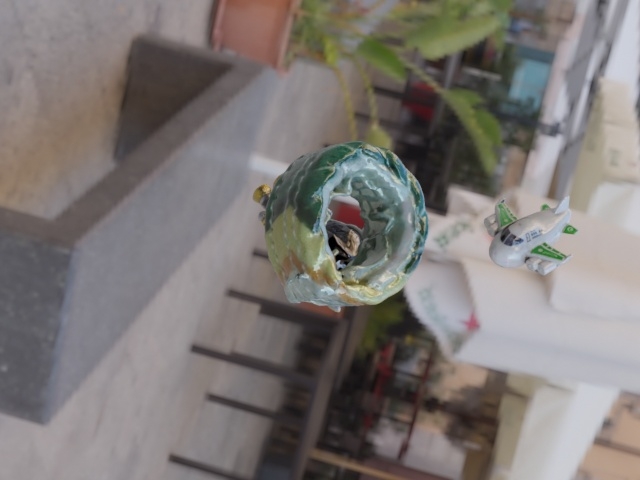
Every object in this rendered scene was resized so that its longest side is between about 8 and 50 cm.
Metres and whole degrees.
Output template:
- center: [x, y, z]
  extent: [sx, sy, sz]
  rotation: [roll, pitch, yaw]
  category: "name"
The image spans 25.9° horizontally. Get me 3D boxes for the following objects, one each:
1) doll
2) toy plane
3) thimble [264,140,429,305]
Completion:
- center: [-0.004, 0.003, 2.527]
  extent: [0.145, 0.316, 0.103]
  rotation: [-17, 146, -45]
  category: "doll"
- center: [0.358, -0.012, 2.359]
  extent: [0.080, 0.174, 0.174]
  rotation: [86, 19, -48]
  category: "toy plane"
- center: [0.038, -0.019, 2.328]
  extent: [0.167, 0.254, 0.288]
  rotation: [-14, -134, 59]
  category: "thimble"
